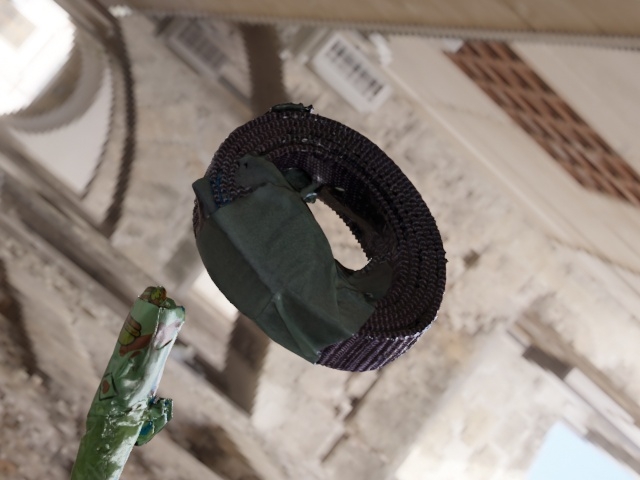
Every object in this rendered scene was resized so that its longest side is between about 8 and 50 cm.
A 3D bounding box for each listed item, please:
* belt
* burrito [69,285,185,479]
[{"bbox_3d":[0.000,0.000,1.658,0.260,0.325,0.122,-28,165,-35],"label":"belt"},{"bbox_3d":[-0.217,0.192,1.695,0.054,0.104,0.288,27,-85,52],"label":"burrito"}]
